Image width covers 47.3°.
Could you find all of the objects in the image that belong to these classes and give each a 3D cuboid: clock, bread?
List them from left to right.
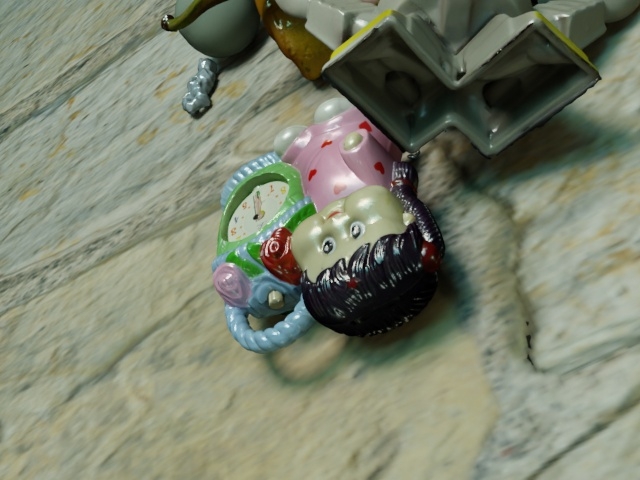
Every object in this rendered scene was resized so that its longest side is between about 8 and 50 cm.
[{"bbox_3d":[-0.020,-0.277,0.829,0.094,0.102,0.245,-24,47,12],"label":"bread"},{"bbox_3d":[0.000,0.000,0.589,0.194,0.100,0.195,-33,40,18],"label":"clock"}]

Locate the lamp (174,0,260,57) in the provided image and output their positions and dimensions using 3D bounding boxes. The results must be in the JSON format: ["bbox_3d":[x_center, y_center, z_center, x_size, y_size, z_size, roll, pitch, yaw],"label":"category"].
[{"bbox_3d":[-0.127,-0.279,0.906,0.105,0.105,0.105,-21,47,24],"label":"lamp"}]

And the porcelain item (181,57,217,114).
[{"bbox_3d":[-0.151,-0.189,0.907,0.036,0.028,0.083,-10,53,29],"label":"porcelain item"}]

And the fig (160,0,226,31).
[{"bbox_3d":[-0.081,-0.272,0.721,0.236,0.124,0.124,-28,44,25],"label":"fig"}]

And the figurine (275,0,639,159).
[{"bbox_3d":[0.108,-0.195,0.617,0.308,0.309,0.143,-105,25,-44],"label":"figurine"}]
